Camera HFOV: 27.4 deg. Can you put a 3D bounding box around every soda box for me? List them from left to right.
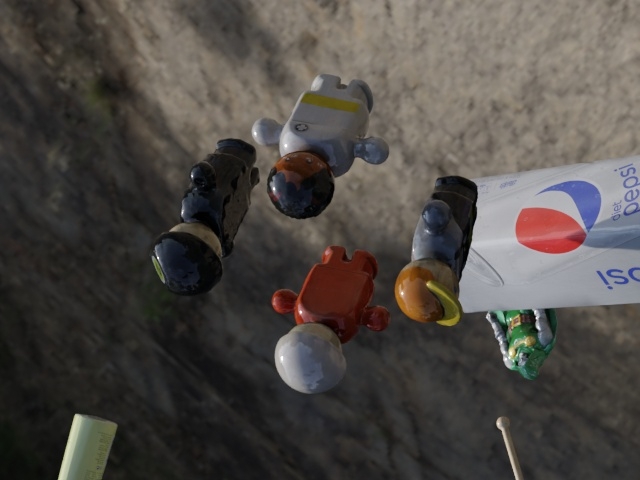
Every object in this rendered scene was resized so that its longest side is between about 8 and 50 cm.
[{"bbox_3d":[0.231,-0.005,1.147,0.286,0.091,0.098,-6,136,40],"label":"soda box"}]

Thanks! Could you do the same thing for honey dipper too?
[{"bbox_3d":[0.262,0.306,1.746,0.030,0.030,0.160,90,170,-56],"label":"honey dipper"}]

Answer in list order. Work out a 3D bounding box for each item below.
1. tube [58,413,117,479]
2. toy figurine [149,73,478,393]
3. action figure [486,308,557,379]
[{"bbox_3d":[-0.338,0.358,1.784,0.070,0.240,0.062,18,172,-34],"label":"tube"},{"bbox_3d":[0.000,0.000,1.019,0.213,0.148,0.209,44,134,-20],"label":"toy figurine"},{"bbox_3d":[0.264,0.095,1.712,0.063,0.232,0.137,35,121,-24],"label":"action figure"}]
